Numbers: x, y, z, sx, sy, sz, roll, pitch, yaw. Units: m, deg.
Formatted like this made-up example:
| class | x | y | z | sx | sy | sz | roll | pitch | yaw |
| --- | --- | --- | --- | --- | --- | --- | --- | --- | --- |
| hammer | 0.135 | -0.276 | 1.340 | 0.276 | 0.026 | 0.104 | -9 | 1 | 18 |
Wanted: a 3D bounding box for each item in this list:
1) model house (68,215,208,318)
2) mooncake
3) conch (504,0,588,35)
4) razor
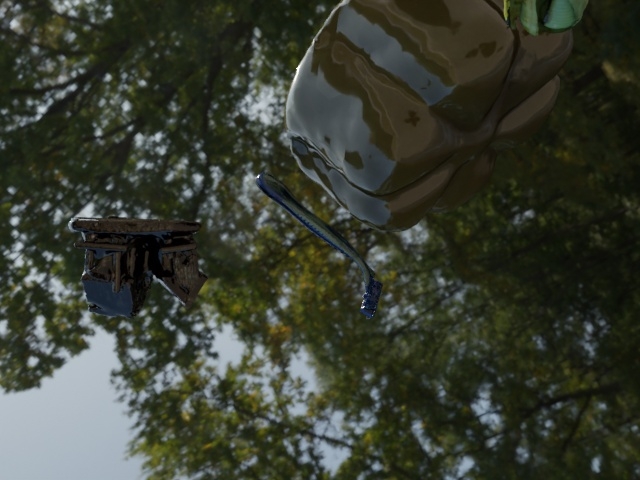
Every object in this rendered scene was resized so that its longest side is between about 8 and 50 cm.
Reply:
| class | x | y | z | sx | sy | sz | roll | pitch | yaw |
| --- | --- | --- | --- | --- | --- | --- | --- | --- | --- |
| model house | -0.281 | 0.045 | 1.260 | 0.141 | 0.203 | 0.164 | -4 | -85 | -84 |
| mooncake | 0.179 | -0.230 | 1.322 | 0.262 | 0.467 | 0.467 | 45 | -155 | 24 |
| conch | 0.250 | -0.292 | 0.921 | 0.079 | 0.106 | 0.170 | 56 | -169 | 28 |
| razor | 0.009 | -0.005 | 1.412 | 0.324 | 0.056 | 0.093 | 47 | -146 | -17 |
